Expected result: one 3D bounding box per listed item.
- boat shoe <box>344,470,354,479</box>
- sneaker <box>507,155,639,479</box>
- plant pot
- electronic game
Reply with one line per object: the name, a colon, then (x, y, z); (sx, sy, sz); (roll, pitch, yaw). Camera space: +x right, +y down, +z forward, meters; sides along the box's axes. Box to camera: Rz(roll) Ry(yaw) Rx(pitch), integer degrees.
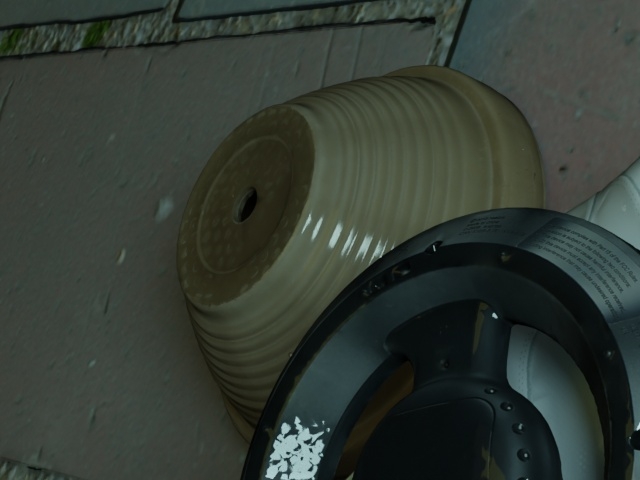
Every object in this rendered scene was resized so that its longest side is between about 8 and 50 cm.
boat shoe: (0.019, 0.158, 0.965); (0.233, 0.084, 0.079); (-52, 10, 8)
sneaker: (0.154, 0.093, 0.767); (0.210, 0.137, 0.366); (-46, 34, 29)
plant pot: (0.000, 0.000, 1.071); (0.237, 0.110, 0.237); (-33, 43, 37)
electronic game: (0.051, 0.096, 0.741); (0.229, 0.048, 0.229); (-23, 55, 37)
